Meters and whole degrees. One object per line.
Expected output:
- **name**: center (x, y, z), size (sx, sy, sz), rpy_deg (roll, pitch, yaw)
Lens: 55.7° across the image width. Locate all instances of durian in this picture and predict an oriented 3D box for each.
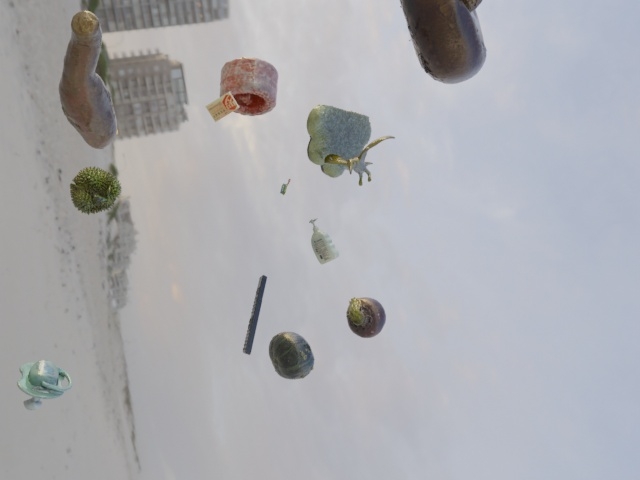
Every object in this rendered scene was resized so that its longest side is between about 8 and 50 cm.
- **durian**: center (-0.771, -0.176, 2.090), size (0.198, 0.146, 0.159), rpy_deg (-17, -106, 27)

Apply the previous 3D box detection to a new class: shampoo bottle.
- **shampoo bottle**: center (0.000, 0.000, 2.003), size (0.077, 0.045, 0.152), rpy_deg (-26, -89, 24)

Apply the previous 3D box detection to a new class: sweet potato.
- **sweet potato**: center (-0.478, -0.310, 1.228), size (0.385, 0.109, 0.109), rpy_deg (113, -42, -61)

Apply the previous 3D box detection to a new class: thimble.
- **thimble**: center (-0.281, -0.604, 2.377), size (0.239, 0.239, 0.162), rpy_deg (144, -49, -67)

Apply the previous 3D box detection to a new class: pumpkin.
- **pumpkin**: center (-0.106, 0.416, 2.191), size (0.190, 0.146, 0.190), rpy_deg (158, -90, -77)

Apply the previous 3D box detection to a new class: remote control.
- **remote control**: center (-0.199, 0.225, 1.844), size (0.063, 0.025, 0.245), rpy_deg (136, -33, -75)

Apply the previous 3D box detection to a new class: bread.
- **bread**: center (0.056, -0.286, 1.780), size (0.056, 0.286, 0.207), rpy_deg (18, -75, 38)

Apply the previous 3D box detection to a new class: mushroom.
- **mushroom**: center (0.237, -0.449, 1.177), size (0.278, 0.163, 0.297), rpy_deg (71, 7, -69)

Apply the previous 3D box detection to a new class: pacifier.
- **pacifier**: center (-0.668, 0.355, 1.451), size (0.150, 0.126, 0.117), rpy_deg (37, -73, 55)

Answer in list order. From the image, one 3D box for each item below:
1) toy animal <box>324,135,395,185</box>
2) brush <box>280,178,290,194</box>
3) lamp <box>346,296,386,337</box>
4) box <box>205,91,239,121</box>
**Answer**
- **toy animal**: center (0.107, -0.197, 1.620), size (0.095, 0.219, 0.155), rpy_deg (54, 27, -32)
- **brush**: center (-0.119, -0.187, 2.050), size (0.019, 0.021, 0.083), rpy_deg (-55, -169, 42)
- **lamp**: center (0.169, 0.295, 2.312), size (0.135, 0.157, 0.156), rpy_deg (17, 74, -67)
- **box**: center (-0.308, -0.420, 1.902), size (0.058, 0.093, 0.015), rpy_deg (59, 18, -17)
